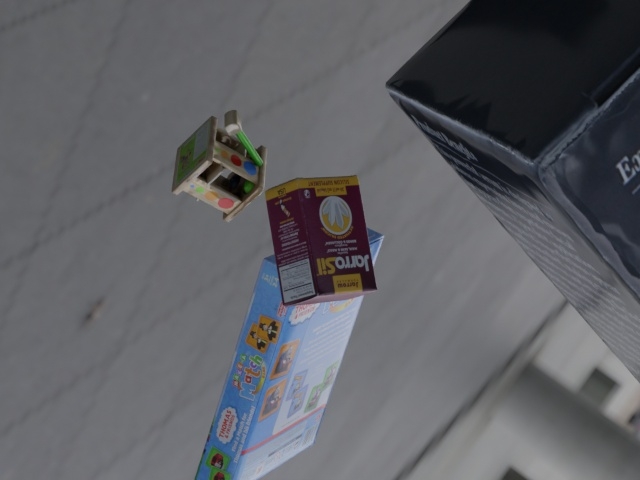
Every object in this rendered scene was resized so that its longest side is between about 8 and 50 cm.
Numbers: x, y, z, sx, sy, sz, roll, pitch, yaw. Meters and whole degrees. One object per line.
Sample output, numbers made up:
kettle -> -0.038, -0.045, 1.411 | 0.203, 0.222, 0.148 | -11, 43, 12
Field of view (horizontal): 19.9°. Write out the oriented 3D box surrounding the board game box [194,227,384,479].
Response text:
board game box -> -0.025, 0.098, 1.534 | 0.160, 0.039, 0.211 | -23, 136, -60

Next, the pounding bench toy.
pounding bench toy -> -0.071, -0.065, 1.511 | 0.083, 0.065, 0.052 | -40, -147, 37

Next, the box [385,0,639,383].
box -> 0.283, -0.023, 0.914 | 0.293, 0.395, 0.212 | -44, -158, -2

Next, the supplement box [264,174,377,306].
supplement box -> 0.000, 0.000, 1.258 | 0.055, 0.083, 0.043 | -5, 172, -38
